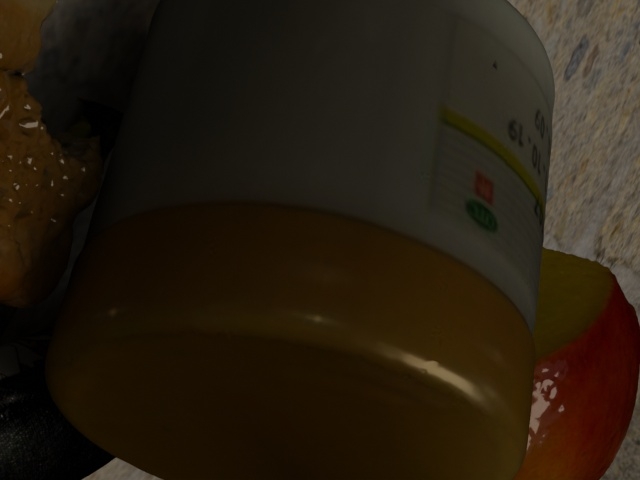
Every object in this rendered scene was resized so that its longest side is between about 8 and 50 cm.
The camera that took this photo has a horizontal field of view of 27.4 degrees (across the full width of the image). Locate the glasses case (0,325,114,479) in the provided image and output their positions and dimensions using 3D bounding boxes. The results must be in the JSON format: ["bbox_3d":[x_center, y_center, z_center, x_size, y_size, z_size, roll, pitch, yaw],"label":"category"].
[{"bbox_3d":[-0.153,0.099,0.758,0.103,0.067,0.266,-57,166,14],"label":"glasses case"}]

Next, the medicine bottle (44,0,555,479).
[{"bbox_3d":[0.000,0.000,0.690,0.238,0.237,0.232,72,26,-57],"label":"medicine bottle"}]

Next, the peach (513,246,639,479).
[{"bbox_3d":[0.147,0.157,1.195,0.380,0.242,0.306,-29,136,-47],"label":"peach"}]

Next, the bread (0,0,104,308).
[{"bbox_3d":[-0.199,-0.084,0.486,0.380,0.109,0.185,24,84,-66],"label":"bread"}]

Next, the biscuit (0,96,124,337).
[{"bbox_3d":[-0.189,0.051,0.727,0.292,0.026,0.048,-59,158,-1],"label":"biscuit"}]
